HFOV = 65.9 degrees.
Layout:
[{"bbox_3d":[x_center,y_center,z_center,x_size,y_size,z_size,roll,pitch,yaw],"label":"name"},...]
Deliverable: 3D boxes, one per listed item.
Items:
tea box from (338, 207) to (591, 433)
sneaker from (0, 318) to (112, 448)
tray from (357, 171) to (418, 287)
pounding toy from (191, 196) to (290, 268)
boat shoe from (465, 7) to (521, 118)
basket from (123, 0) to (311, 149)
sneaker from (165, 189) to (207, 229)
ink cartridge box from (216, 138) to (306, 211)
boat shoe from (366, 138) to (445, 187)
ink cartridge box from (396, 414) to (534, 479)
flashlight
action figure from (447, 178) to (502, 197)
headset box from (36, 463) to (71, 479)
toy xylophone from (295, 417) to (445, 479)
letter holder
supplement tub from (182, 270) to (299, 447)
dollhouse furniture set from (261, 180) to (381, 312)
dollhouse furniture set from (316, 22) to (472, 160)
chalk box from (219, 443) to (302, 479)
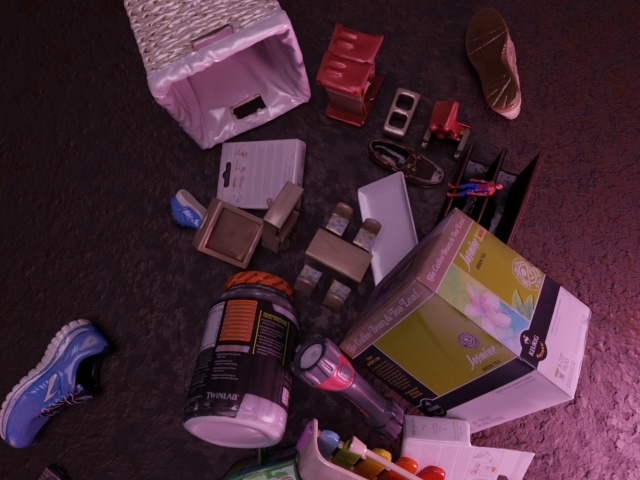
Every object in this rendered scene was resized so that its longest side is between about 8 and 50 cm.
[{"bbox_3d":[0.267,0.175,0.974,0.324,0.329,0.220,37,51,1],"label":"tea box"},{"bbox_3d":[-0.625,0.358,1.180,0.147,0.130,0.330,32,85,12],"label":"sneaker"},{"bbox_3d":[0.173,-0.016,1.185,0.145,0.030,0.270,-19,76,44],"label":"tray"},{"bbox_3d":[-0.179,-0.029,1.213,0.206,0.094,0.181,25,89,-27],"label":"pounding toy"},{"bbox_3d":[0.435,-0.440,1.235,0.105,0.089,0.285,-13,76,30],"label":"boat shoe"},{"bbox_3d":[-0.234,-0.443,1.169,0.328,0.331,0.266,-26,77,1],"label":"basket"},{"bbox_3d":[-0.327,-0.048,1.254,0.085,0.058,0.152,-39,101,23],"label":"sneaker"},{"bbox_3d":[-0.153,-0.164,1.268,0.225,0.056,0.180,1,81,25],"label":"ink cartridge box"},{"bbox_3d":[0.210,-0.190,1.215,0.207,0.073,0.073,22,83,7],"label":"boat shoe"},{"bbox_3d":[0.280,0.467,1.019,0.239,0.275,0.060,3,39,5],"label":"ink cartridge box"},{"bbox_3d":[0.064,0.324,1.064,0.103,0.103,0.304,-39,119,6],"label":"flashlight"},{"bbox_3d":[0.328,-0.111,1.053,0.115,0.030,0.038,0,64,34],"label":"action figure"},{"bbox_3d":[-0.652,0.590,1.193,0.062,0.032,0.083,34,87,10],"label":"headset box"},{"bbox_3d":[0.109,0.451,0.953,0.323,0.236,0.081,30,42,-4],"label":"toy xylophone"},{"bbox_3d":[0.355,-0.061,1.107,0.152,0.214,0.301,22,84,8],"label":"letter holder"},{"bbox_3d":[-0.157,0.248,1.062,0.207,0.207,0.337,2,52,6],"label":"supplement tub"},{"bbox_3d":[0.000,0.000,1.096,0.242,0.161,0.212,28,66,3],"label":"dollhouse furniture set"},{"bbox_3d":[0.191,-0.346,1.176,0.374,0.201,0.152,21,84,9],"label":"dollhouse furniture set"},{"bbox_3d":[-0.105,0.558,1.073,0.179,0.180,0.288,-18,78,2],"label":"chalk box"}]
